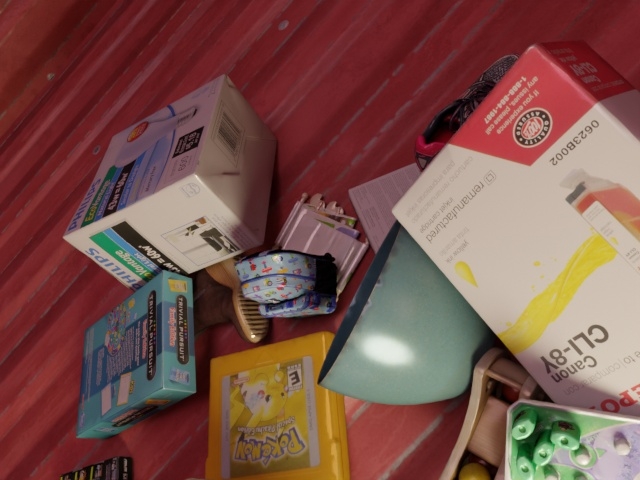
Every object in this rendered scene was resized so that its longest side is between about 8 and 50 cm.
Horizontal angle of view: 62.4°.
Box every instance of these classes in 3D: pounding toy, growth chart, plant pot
[{"bbox_3d":[0.278,0.247,0.700,0.154,0.154,0.270,22,80,38],"label":"pounding toy"},{"bbox_3d":[0.000,0.000,1.092,0.237,0.021,0.172,34,87,39],"label":"growth chart"},{"bbox_3d":[0.146,0.128,0.799,0.195,0.290,0.290,27,81,3],"label":"plant pot"}]

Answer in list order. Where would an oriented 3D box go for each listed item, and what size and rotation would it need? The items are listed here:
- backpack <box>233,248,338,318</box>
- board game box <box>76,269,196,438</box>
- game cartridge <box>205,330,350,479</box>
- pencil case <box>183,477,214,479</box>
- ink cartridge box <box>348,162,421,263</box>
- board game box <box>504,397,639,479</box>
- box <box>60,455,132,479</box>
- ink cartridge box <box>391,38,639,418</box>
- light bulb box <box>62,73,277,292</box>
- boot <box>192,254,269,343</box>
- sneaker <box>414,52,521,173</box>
[{"bbox_3d":[-0.069,0.079,0.980,0.158,0.173,0.117,-14,71,34],"label":"backpack"},{"bbox_3d":[-0.401,0.254,1.142,0.336,0.079,0.254,-32,53,31],"label":"board game box"},{"bbox_3d":[-0.086,0.348,0.951,0.285,0.052,0.324,-19,57,24],"label":"game cartridge"},{"bbox_3d":[-0.078,0.529,0.757,0.410,0.159,0.184,25,114,31],"label":"pencil case"},{"bbox_3d":[0.186,-0.061,0.998,0.224,0.056,0.181,-21,55,0],"label":"ink cartridge box"},{"bbox_3d":[0.376,0.382,0.509,0.389,0.050,0.391,2,92,26],"label":"board game box"},{"bbox_3d":[-0.471,0.566,1.094,0.184,0.045,0.191,-26,56,22],"label":"box"},{"bbox_3d":[0.316,0.003,0.623,0.385,0.160,0.279,51,132,16],"label":"ink cartridge box"},{"bbox_3d":[-0.314,-0.123,1.183,0.360,0.225,0.358,-21,42,22],"label":"light bulb box"},{"bbox_3d":[-0.218,0.157,1.132,0.207,0.090,0.249,-43,51,22],"label":"boot"},{"bbox_3d":[0.284,-0.228,0.957,0.120,0.112,0.299,28,75,38],"label":"sneaker"}]
